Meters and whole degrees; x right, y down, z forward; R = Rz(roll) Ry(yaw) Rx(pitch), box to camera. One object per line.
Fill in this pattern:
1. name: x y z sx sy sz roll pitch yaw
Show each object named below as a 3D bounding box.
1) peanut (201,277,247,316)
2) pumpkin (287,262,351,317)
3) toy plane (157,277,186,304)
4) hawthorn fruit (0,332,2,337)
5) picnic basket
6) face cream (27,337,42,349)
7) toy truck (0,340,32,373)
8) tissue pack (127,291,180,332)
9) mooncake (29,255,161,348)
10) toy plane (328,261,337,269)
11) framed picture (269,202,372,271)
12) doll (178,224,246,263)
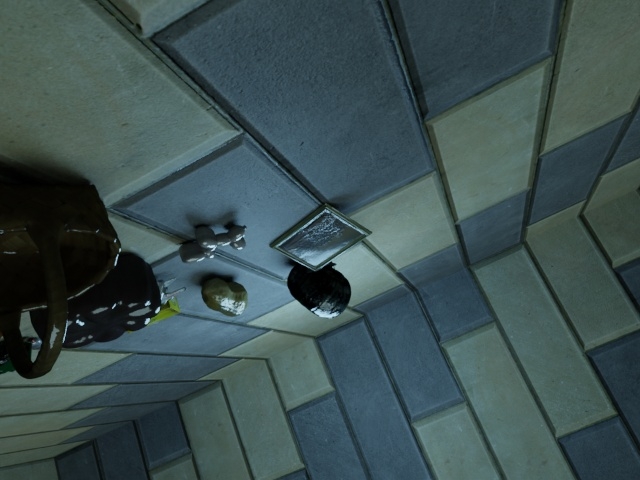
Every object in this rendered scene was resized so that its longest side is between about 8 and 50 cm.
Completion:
1. peanut: -0.311 0.179 1.804 0.120 0.110 0.236 -5 158 14
2. pumpkin: -0.005 0.165 1.923 0.163 0.233 0.233 -56 154 7
3. toy plane: -0.482 0.167 1.623 0.162 0.065 0.171 -7 149 -40
4. hawthorn fruit: -0.748 0.147 1.082 0.254 0.205 0.205 -25 161 0
5. picnic basket: -0.502 0.074 0.948 0.337 0.337 0.293 -2 144 -45
6. face cream: -0.854 0.307 1.656 0.040 0.021 0.083 -17 160 -18
7. toy truck: -0.914 0.341 1.604 0.147 0.065 0.079 -30 146 24
8. tissue pack: -0.540 0.225 1.730 0.176 0.062 0.095 -21 161 -2
9. mooncake: -0.562 0.157 1.391 0.306 0.154 0.306 -22 160 -9
10. toy plane: 0.014 0.048 1.849 0.054 0.078 0.197 -26 159 6
11. framed picture: 0.000 0.000 1.668 0.197 0.014 0.252 30 130 -33
12. doll: -0.269 0.005 1.445 0.160 0.059 0.161 -2 152 -46
